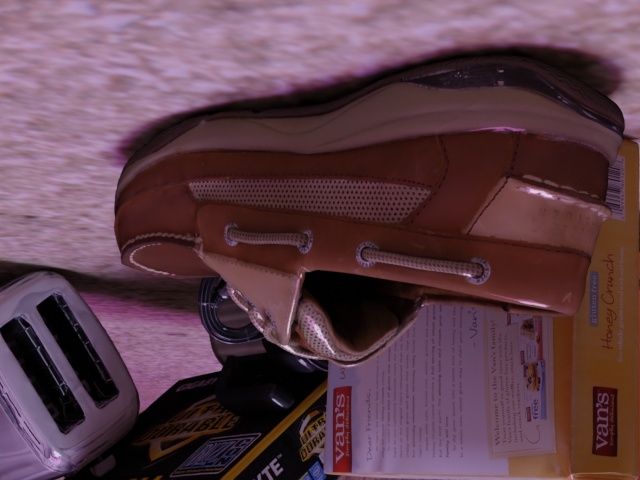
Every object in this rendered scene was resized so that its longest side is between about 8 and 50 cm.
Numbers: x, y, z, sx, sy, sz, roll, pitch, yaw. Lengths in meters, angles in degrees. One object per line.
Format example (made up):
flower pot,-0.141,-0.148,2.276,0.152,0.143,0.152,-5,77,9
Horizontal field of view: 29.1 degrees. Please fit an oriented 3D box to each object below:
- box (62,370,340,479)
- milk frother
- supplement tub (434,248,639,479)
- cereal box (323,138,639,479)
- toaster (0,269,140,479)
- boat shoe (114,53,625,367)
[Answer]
box,-0.108,0.206,1.112,0.322,0.079,0.257,-18,-162,50
milk frother,-0.056,0.063,1.034,0.135,0.129,0.143,-13,116,53
supplement tub,0.175,0.116,0.897,0.207,0.207,0.338,3,168,4
cereal box,0.080,0.048,0.693,0.047,0.173,0.240,9,168,-27
toaster,-0.266,0.118,1.127,0.129,0.227,0.146,-34,-171,-37
boat shoe,0.000,0.000,0.616,0.123,0.119,0.324,14,164,-38
